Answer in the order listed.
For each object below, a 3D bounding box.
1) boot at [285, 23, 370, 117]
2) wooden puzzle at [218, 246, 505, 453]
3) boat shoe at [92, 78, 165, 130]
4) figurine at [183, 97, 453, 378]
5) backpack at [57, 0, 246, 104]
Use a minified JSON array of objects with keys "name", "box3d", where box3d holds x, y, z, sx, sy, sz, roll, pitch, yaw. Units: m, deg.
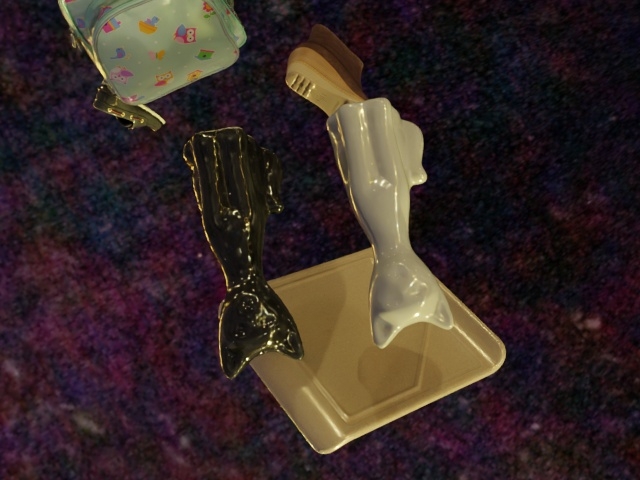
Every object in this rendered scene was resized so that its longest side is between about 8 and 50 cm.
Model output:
[{"name":"boot","box3d":[0.058,-0.271,1.438,0.248,0.206,0.090,38,128,-12]},{"name":"wooden puzzle","box3d":[0.042,0.105,0.873,0.221,0.239,0.044,46,146,37]},{"name":"boat shoe","box3d":[-0.254,-0.171,1.074,0.049,0.133,0.042,29,90,22]},{"name":"figurine","box3d":[0.000,0.000,0.707,0.092,0.215,0.209,67,-167,-74]},{"name":"backpack","box3d":[-0.173,-0.240,0.799,0.188,0.166,0.144,64,-175,-50]}]
